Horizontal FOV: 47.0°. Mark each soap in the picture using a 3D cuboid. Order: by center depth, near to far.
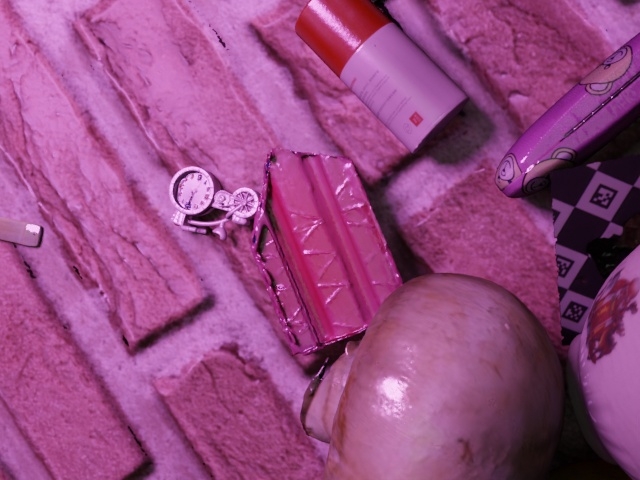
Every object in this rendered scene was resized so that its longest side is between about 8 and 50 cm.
[{"bbox_3d":[0.000,0.000,0.918,0.162,0.099,0.250,-21,88,9],"label":"soap"}]

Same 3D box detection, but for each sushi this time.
[{"bbox_3d":[0.378,-0.003,0.865,0.219,0.047,0.231,-11,115,3],"label":"sushi"}]

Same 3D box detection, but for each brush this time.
[{"bbox_3d":[-0.478,-0.023,1.032,0.178,0.030,0.033,10,83,9],"label":"brush"}]

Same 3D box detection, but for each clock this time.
[{"bbox_3d":[-0.139,-0.047,0.969,0.129,0.041,0.087,15,90,14],"label":"clock"}]

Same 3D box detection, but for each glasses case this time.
[{"bbox_3d":[0.331,-0.161,0.847,0.316,0.123,0.076,-41,85,7],"label":"glasses case"}]

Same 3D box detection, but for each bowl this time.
[{"bbox_3d":[0.367,0.153,0.781,0.157,0.337,0.337,-25,87,41],"label":"bowl"}]

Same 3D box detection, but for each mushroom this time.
[{"bbox_3d":[0.120,0.199,0.796,0.260,0.352,0.352,23,95,29],"label":"mushroom"}]

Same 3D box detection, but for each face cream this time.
[{"bbox_3d":[0.074,-0.215,0.902,0.096,0.096,0.214,-44,84,8],"label":"face cream"}]

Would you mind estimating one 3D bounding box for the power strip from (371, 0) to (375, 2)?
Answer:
[{"bbox_3d":[0.074,-0.340,0.936,0.055,0.035,0.083,40,110,6],"label":"power strip"}]

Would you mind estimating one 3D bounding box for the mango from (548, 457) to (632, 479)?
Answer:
[{"bbox_3d":[0.349,0.324,0.851,0.289,0.129,0.146,3,105,8],"label":"mango"}]
